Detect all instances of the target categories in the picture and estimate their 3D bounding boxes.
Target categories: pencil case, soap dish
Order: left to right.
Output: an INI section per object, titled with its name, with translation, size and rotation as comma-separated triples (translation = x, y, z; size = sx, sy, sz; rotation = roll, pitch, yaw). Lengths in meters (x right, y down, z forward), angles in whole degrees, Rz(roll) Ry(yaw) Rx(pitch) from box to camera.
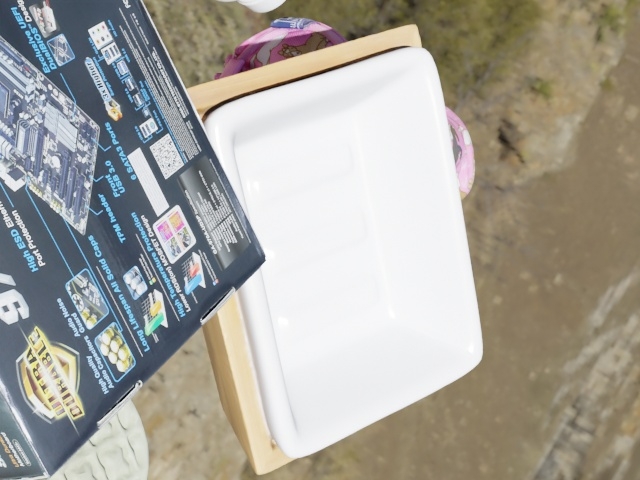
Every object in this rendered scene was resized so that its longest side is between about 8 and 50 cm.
[soap dish]
translation = 0.000, 0.000, 0.880
size = 0.229, 0.118, 0.290
rotation = -22, 109, -31
[pencil case]
translation = 0.037, -0.111, 1.192
size = 0.160, 0.167, 0.386
rotation = -19, 167, 22

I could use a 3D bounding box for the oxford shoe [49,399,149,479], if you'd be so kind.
[oxford shoe]
translation = -0.292, 0.053, 0.535
size = 0.130, 0.449, 0.169
rotation = -29, -140, 41

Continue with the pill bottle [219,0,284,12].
[pill bottle]
translation = -0.120, -0.338, 1.267
size = 0.208, 0.117, 0.117
rotation = 28, 93, -47

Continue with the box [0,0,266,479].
[box]
translation = -0.123, -0.040, 0.467
size = 0.175, 0.051, 0.220
rotation = -48, 118, -51
